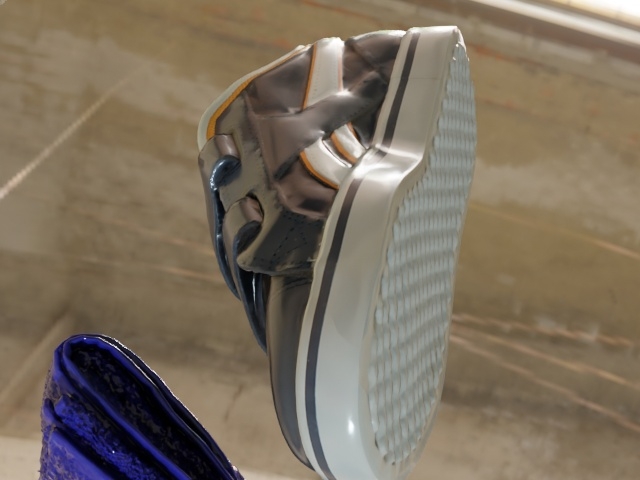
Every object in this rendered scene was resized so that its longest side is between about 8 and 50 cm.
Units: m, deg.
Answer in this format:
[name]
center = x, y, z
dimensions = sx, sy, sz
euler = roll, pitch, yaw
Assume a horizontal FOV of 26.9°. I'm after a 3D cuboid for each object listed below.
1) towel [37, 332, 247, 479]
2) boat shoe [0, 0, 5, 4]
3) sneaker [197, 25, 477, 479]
[towel]
center = -0.094, 0.206, 0.800
dimensions = 0.227, 0.308, 0.076
euler = 41, -122, 12
[boat shoe]
center = -0.126, -0.180, 0.616
dimensions = 0.319, 0.099, 0.116
euler = -17, 179, 15
[sneaker]
center = 0.000, 0.000, 0.654
dimensions = 0.127, 0.126, 0.321
euler = -3, -149, 15
